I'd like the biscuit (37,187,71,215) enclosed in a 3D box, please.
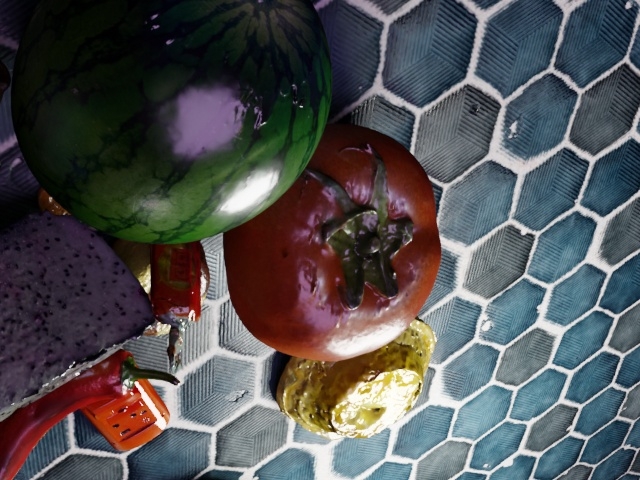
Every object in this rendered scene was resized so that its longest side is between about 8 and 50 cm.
[{"bbox_3d":[-0.335,-0.061,1.081,0.091,0.015,0.078,-31,136,-5],"label":"biscuit"}]

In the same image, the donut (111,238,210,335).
[{"bbox_3d":[-0.241,0.064,1.196,0.166,0.073,0.184,3,124,-36],"label":"donut"}]

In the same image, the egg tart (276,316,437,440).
[{"bbox_3d":[0.086,0.267,1.509,0.341,0.129,0.341,-17,132,-20],"label":"egg tart"}]

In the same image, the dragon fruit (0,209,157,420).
[{"bbox_3d":[-0.397,0.103,1.050,0.204,0.221,0.283,-25,-174,44],"label":"dragon fruit"}]

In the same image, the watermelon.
[{"bbox_3d":[-0.159,-0.162,0.874,0.363,0.363,0.363,-16,131,-20],"label":"watermelon"}]

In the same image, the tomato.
[{"bbox_3d":[0.000,0.000,1.155,0.341,0.273,0.341,-4,97,-33],"label":"tomato"}]

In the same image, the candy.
[{"bbox_3d":[-0.196,0.035,1.090,0.059,0.292,0.086,-4,168,7],"label":"candy"}]

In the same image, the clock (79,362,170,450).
[{"bbox_3d":[-0.324,0.281,1.323,0.113,0.061,0.155,-29,136,-8],"label":"clock"}]

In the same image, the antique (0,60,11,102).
[{"bbox_3d":[-0.471,-0.159,0.859,0.257,0.121,0.143,-27,143,-19],"label":"antique"}]

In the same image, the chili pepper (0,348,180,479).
[{"bbox_3d":[-0.395,0.264,1.224,0.368,0.137,0.092,-35,176,5],"label":"chili pepper"}]
